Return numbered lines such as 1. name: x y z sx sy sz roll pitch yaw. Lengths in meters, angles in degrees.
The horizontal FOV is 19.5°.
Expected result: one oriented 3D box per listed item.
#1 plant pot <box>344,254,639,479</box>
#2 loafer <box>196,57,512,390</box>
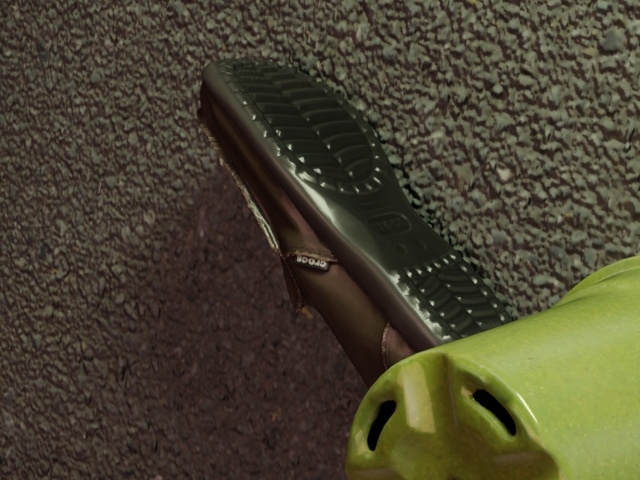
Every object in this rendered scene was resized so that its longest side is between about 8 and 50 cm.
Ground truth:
1. plant pot: 0.163 0.151 1.249 0.276 0.254 0.276 3 95 45
2. loafer: 0.000 0.000 1.484 0.366 0.134 0.130 55 127 28
